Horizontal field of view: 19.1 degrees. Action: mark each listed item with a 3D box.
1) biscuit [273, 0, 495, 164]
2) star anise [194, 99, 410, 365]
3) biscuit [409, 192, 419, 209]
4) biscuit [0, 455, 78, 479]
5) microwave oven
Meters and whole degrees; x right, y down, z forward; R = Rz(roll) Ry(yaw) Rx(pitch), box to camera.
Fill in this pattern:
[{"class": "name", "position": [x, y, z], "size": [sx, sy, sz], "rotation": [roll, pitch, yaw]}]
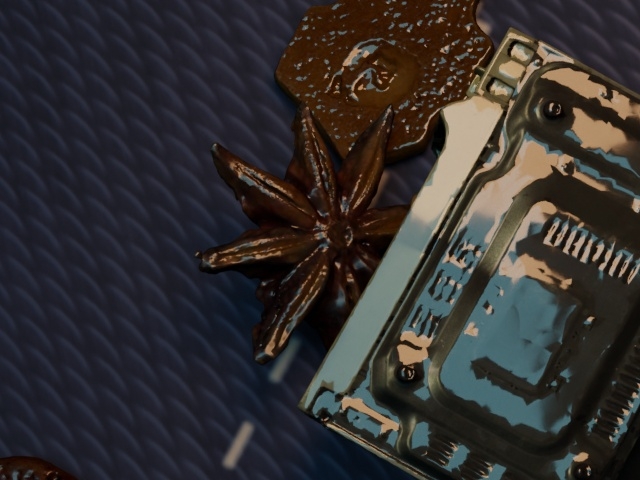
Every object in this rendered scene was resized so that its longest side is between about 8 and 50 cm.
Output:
[{"class": "biscuit", "position": [0.074, -0.176, 1.790], "size": [0.215, 0.034, 0.182], "rotation": [-39, 70, 1]}, {"class": "star anise", "position": [0.000, 0.000, 1.721], "size": [0.272, 0.102, 0.272], "rotation": [3, 81, -23]}, {"class": "biscuit", "position": [0.143, 0.038, 1.683], "size": [0.184, 0.027, 0.133], "rotation": [30, 87, 6]}, {"class": "biscuit", "position": [-0.282, 0.293, 1.759], "size": [0.192, 0.049, 0.192], "rotation": [-7, 71, 19]}, {"class": "microwave oven", "position": [0.176, 0.048, 1.557], "size": [0.286, 0.218, 0.355], "rotation": [29, 85, 5]}]
